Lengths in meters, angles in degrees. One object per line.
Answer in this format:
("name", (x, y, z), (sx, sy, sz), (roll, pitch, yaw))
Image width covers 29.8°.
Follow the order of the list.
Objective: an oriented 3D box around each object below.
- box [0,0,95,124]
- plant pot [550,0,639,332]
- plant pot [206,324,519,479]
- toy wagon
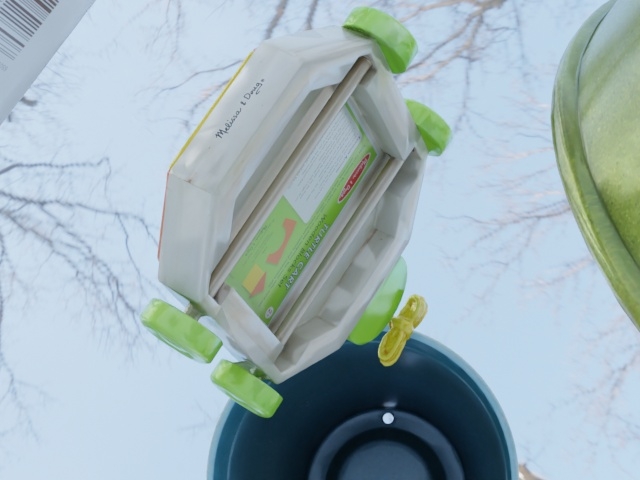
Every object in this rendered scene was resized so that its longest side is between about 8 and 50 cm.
("box", (-0.171, -0.138, 0.455), (0.170, 0.091, 0.130), (37, -90, 13))
("plant pot", (0.328, -0.104, 0.429), (0.366, 0.366, 0.353), (17, -44, -11))
("plant pot", (0.053, 0.232, 1.155), (0.271, 0.255, 0.272), (-2, -104, 8))
("toy wagon", (0.000, 0.000, 0.899), (0.068, 0.344, 0.267), (27, -104, 29))
